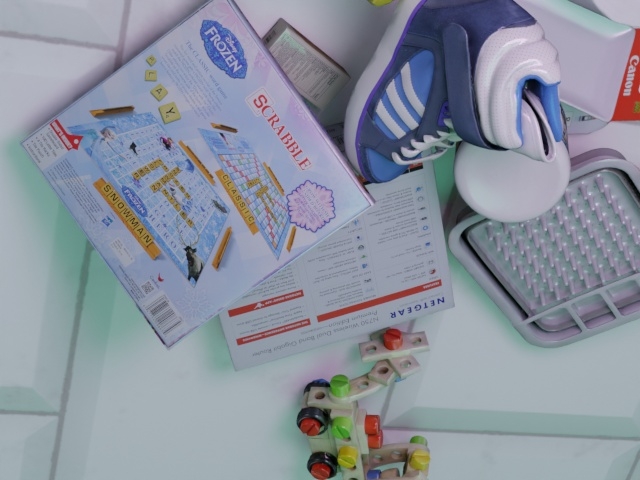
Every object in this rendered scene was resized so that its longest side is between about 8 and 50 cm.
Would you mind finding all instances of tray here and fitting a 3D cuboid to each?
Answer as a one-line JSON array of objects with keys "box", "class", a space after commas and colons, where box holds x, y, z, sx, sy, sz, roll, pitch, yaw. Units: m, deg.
[{"box": [0.271, -0.263, 1.470, 0.270, 0.030, 0.145, 22, 74, -13], "class": "tray"}]

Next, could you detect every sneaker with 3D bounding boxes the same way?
[{"box": [0.159, -0.132, 1.313, 0.130, 0.236, 0.323, -18, 144, -35], "class": "sneaker"}]

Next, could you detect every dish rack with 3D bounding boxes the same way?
[{"box": [0.366, 0.008, 1.638, 0.285, 0.072, 0.333, -24, 132, 24], "class": "dish rack"}]

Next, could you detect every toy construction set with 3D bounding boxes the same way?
[{"box": [0.085, 0.289, 1.732, 0.215, 0.151, 0.328, 0, 115, 13], "class": "toy construction set"}]

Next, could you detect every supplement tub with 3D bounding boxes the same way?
[{"box": [0.248, -0.127, 1.481, 0.144, 0.200, 0.144, 4, 121, 7], "class": "supplement tub"}]

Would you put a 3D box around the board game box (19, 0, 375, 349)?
[{"box": [-0.150, -0.084, 1.412, 0.318, 0.066, 0.319, -34, 93, 8], "class": "board game box"}]

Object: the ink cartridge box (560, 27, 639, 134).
[{"box": [0.396, -0.218, 1.578, 0.179, 0.045, 0.145, -2, 121, -11], "class": "ink cartridge box"}]

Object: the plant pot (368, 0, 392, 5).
[{"box": [0.034, -0.409, 1.266, 0.207, 0.227, 0.228, 24, 114, -32], "class": "plant pot"}]

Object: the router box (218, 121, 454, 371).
[{"box": [0.000, 0.000, 1.578, 0.335, 0.082, 0.301, -15, 123, -6], "class": "router box"}]

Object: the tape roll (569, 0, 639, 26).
[{"box": [0.396, -0.410, 1.389, 0.286, 0.100, 0.286, -15, 123, -24], "class": "tape roll"}]

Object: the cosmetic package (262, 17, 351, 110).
[{"box": [-0.024, -0.225, 1.462, 0.115, 0.041, 0.060, 36, 106, -30], "class": "cosmetic package"}]
